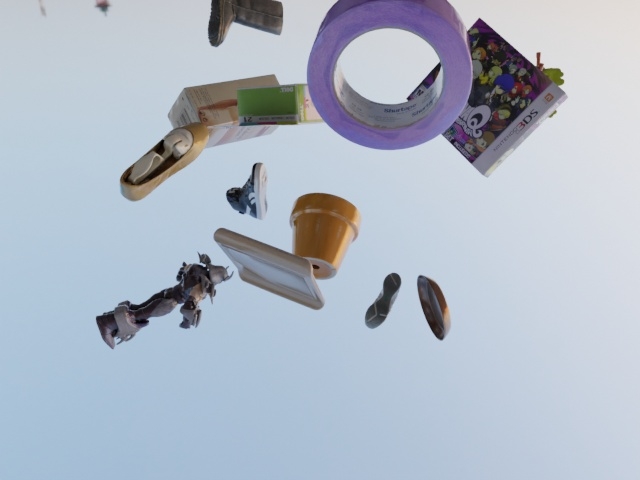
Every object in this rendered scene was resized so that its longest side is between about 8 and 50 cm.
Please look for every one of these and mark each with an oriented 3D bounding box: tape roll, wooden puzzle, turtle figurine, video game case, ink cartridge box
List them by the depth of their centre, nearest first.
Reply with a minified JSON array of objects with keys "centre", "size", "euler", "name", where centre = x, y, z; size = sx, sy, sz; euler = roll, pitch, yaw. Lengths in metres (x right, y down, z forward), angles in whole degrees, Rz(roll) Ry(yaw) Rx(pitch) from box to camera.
[{"centre":[0.118,-0.292,1.096],"size":[0.275,0.275,0.090],"euler":[3,-139,7],"name":"tape roll"},{"centre":[0.315,-0.276,1.243],"size":[0.232,0.210,0.042],"euler":[51,-160,20],"name":"video game case"},{"centre":[-0.099,0.058,1.358],"size":[0.221,0.238,0.044],"euler":[20,-112,15],"name":"wooden puzzle"},{"centre":[0.480,-0.340,1.492],"size":[0.087,0.269,0.217],"euler":[25,179,-8],"name":"turtle figurine"},{"centre":[-0.126,-0.314,1.498],"size":[0.189,0.097,0.255],"euler":[6,-166,35],"name":"ink cartridge box"}]

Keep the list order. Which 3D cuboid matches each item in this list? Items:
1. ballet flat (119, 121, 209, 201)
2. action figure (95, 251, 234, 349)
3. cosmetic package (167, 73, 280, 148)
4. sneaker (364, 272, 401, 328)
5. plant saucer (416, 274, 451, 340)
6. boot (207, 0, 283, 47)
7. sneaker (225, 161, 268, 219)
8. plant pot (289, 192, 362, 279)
[{"centre":[-0.316,-0.171,1.313],"size":[0.080,0.073,0.232],"euler":[37,-108,11],"name":"ballet flat"},{"centre":[-0.306,0.121,1.311],"size":[0.285,0.099,0.185],"euler":[-25,-158,0],"name":"action figure"},{"centre":[-0.250,-0.354,1.781],"size":[0.296,0.129,0.153],"euler":[-21,171,-35],"name":"cosmetic package"},{"centre":[0.162,0.152,1.583],"size":[0.054,0.152,0.061],"euler":[31,-177,19],"name":"sneaker"},{"centre":[0.279,0.160,1.560],"size":[0.029,0.168,0.168],"euler":[-18,-149,-7],"name":"plant saucer"},{"centre":[-0.207,-0.612,1.808],"size":[0.208,0.189,0.076],"euler":[9,178,-39],"name":"boot"},{"centre":[-0.222,-0.148,1.882],"size":[0.121,0.217,0.079],"euler":[13,-131,8],"name":"sneaker"},{"centre":[0.000,0.000,1.802],"size":[0.205,0.205,0.188],"euler":[6,-121,12],"name":"plant pot"}]
